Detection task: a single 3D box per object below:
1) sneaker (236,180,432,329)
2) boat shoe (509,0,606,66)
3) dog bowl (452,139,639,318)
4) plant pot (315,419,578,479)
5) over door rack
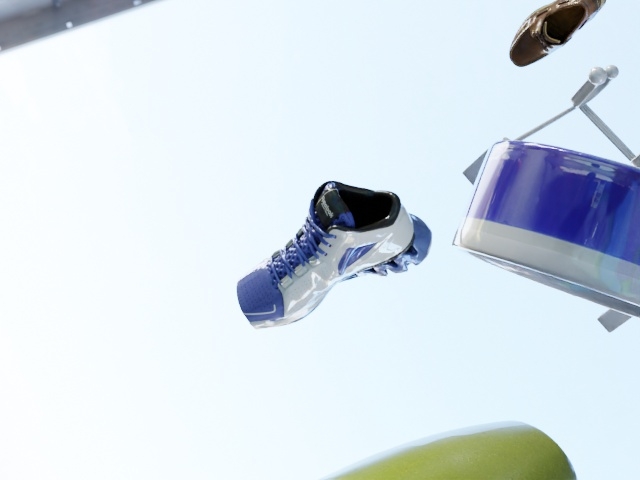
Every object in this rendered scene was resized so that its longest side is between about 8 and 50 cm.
[{"bbox_3d":[0.001,0.000,1.499,0.182,0.315,0.127,58,10,-52],"label":"sneaker"},{"bbox_3d":[0.331,-0.305,1.420,0.064,0.060,0.178,45,-40,-6],"label":"boat shoe"},{"bbox_3d":[0.260,0.002,0.890,0.265,0.265,0.104,19,-91,59],"label":"dog bowl"},{"bbox_3d":[0.146,0.321,1.062,0.275,0.293,0.275,22,-57,38],"label":"plant pot"},{"bbox_3d":[0.349,-0.072,1.138,0.239,0.324,0.108,49,-44,9],"label":"over door rack"}]
